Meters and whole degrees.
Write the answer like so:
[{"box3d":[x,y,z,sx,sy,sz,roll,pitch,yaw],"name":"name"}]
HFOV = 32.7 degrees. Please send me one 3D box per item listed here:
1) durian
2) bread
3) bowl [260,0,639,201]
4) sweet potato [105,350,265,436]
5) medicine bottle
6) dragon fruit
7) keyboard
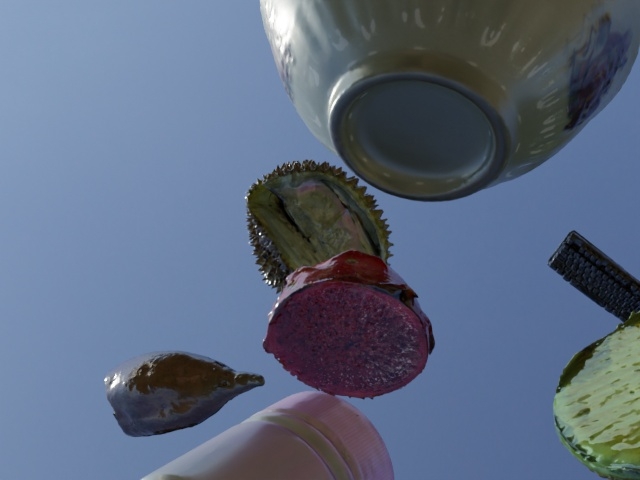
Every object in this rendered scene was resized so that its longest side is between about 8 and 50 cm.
[{"box3d":[0.000,0.000,1.511,0.193,0.237,0.138,-14,-172,1],"name":"durian"},{"box3d":[0.332,0.112,0.901,0.301,0.045,0.301,-21,-163,7],"name":"bread"},{"box3d":[0.096,-0.137,0.919,0.337,0.337,0.157,10,-128,6],"name":"bowl"},{"box3d":[-0.076,0.085,0.619,0.117,0.049,0.049,-13,-141,36],"name":"sweet potato"},{"box3d":[-0.076,0.312,1.222,0.202,0.202,0.316,34,-150,24],"name":"medicine bottle"},{"box3d":[0.032,0.053,0.983,0.153,0.153,0.111,6,-137,2],"name":"dragon fruit"},{"box3d":[0.427,0.081,1.539,0.231,0.072,0.023,38,-142,10],"name":"keyboard"}]
